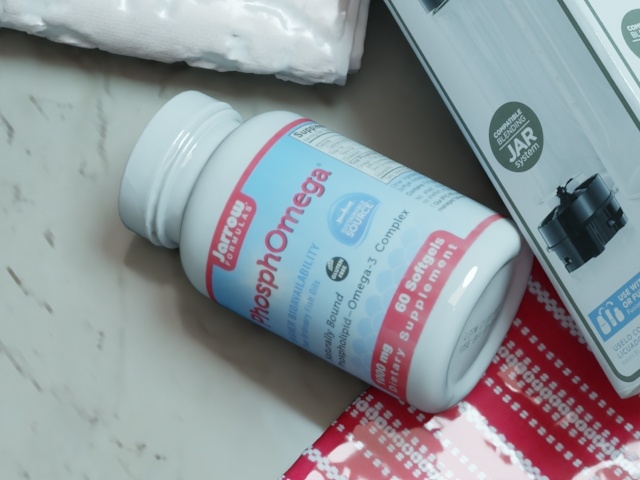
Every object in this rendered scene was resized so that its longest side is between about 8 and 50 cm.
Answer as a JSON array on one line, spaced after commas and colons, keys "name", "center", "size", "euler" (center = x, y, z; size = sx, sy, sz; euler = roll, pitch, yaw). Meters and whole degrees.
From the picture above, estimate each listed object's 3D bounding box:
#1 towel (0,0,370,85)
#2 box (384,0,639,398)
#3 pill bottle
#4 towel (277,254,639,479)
[{"name": "towel", "center": [-0.124, -0.240, 0.903], "size": [0.332, 0.053, 0.317], "euler": [9, 73, -1]}, {"name": "box", "center": [0.126, -0.098, 0.811], "size": [0.169, 0.087, 0.290], "euler": [-15, 69, -37]}, {"name": "pill bottle", "center": [0.000, 0.000, 0.816], "size": [0.160, 0.087, 0.087], "euler": [27, 73, 19]}, {"name": "towel", "center": [0.120, 0.102, 0.835], "size": [0.199, 0.031, 0.275], "euler": [44, 76, 9]}]
